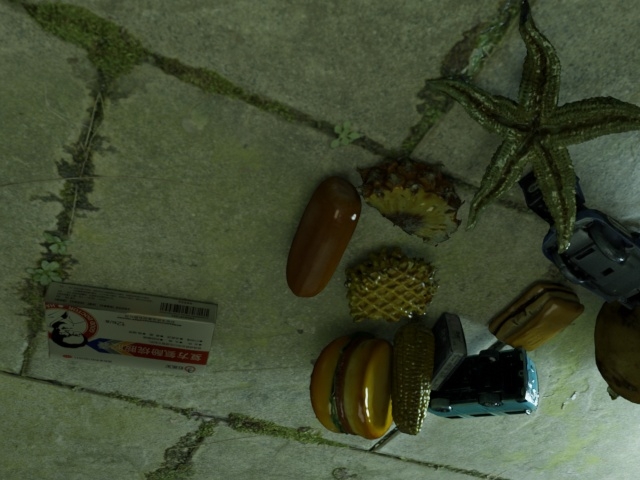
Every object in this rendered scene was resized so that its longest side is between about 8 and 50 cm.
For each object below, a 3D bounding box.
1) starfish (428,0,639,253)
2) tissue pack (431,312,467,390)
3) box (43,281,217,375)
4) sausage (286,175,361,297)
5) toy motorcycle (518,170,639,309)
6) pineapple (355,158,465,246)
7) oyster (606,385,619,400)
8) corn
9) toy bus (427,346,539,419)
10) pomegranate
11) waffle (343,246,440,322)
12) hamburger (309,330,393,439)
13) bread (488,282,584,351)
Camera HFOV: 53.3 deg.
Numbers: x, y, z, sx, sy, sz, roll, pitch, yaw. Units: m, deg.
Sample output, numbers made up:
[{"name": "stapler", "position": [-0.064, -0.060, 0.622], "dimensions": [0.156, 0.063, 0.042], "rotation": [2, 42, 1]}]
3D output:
[{"name": "starfish", "position": [0.320, -0.163, 1.004], "dimensions": [0.347, 0.078, 0.358], "rotation": [39, 127, -1]}, {"name": "tissue pack", "position": [0.274, 0.254, 1.450], "dimensions": [0.051, 0.112, 0.156], "rotation": [11, 134, -14]}, {"name": "box", "position": [-0.419, 0.202, 1.415], "dimensions": [0.353, 0.069, 0.214], "rotation": [11, 135, -10]}, {"name": "sausage", "position": [0.000, 0.001, 1.186], "dimensions": [0.105, 0.105, 0.274], "rotation": [11, 134, -13]}, {"name": "toy motorcycle", "position": [0.518, 0.013, 1.152], "dimensions": [0.358, 0.212, 0.125], "rotation": [33, 129, -25]}, {"name": "pineapple", "position": [0.182, -0.080, 1.134], "dimensions": [0.233, 0.079, 0.135], "rotation": [29, 137, -35]}, {"name": "oyster", "position": [0.852, 0.284, 1.522], "dimensions": [0.354, 0.107, 0.201], "rotation": [-26, 152, 7]}, {"name": "corn", "position": [0.203, 0.294, 1.409], "dimensions": [0.097, 0.261, 0.097], "rotation": [5, 170, 1]}, {"name": "toy bus", "position": [0.383, 0.346, 1.502], "dimensions": [0.271, 0.133, 0.165], "rotation": [-17, 143, 37]}, {"name": "pomegranate", "position": [0.706, 0.211, 1.301], "dimensions": [0.281, 0.281, 0.281], "rotation": [-1, 136, -1]}, {"name": "waffle", "position": [0.149, 0.094, 1.317], "dimensions": [0.197, 0.070, 0.193], "rotation": [-10, 135, 5]}, {"name": "hamburger", "position": [0.072, 0.327, 1.446], "dimensions": [0.170, 0.246, 0.246], "rotation": [1, 140, 27]}, {"name": "bread", "position": [0.474, 0.176, 1.409], "dimensions": [0.116, 0.077, 0.200], "rotation": [13, 135, -26]}]
